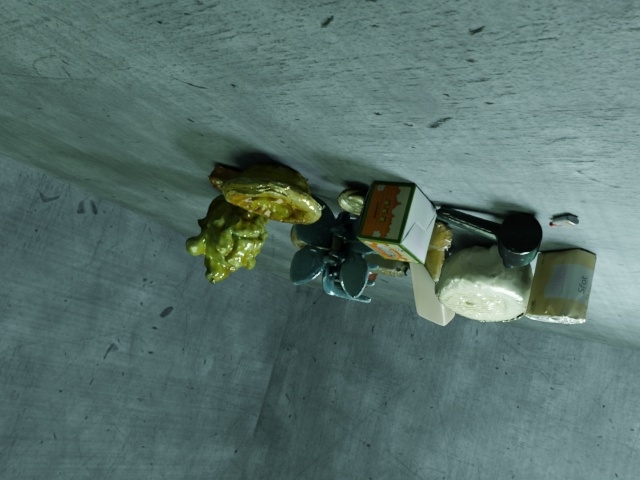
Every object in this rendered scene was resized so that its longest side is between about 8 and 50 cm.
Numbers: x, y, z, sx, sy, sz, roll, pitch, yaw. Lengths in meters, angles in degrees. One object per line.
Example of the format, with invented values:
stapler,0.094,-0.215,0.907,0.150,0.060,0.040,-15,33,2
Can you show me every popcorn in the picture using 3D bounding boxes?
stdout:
popcorn,-0.332,-0.020,2.130,0.279,0.336,0.274,-29,126,33

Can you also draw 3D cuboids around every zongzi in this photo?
zongzi,0.325,0.033,1.799,0.099,0.198,0.194,13,177,-44

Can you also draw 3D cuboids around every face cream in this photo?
face cream,0.626,-0.048,1.434,0.040,0.021,0.083,20,169,-15

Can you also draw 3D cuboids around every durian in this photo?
durian,0.121,-0.119,1.663,0.140,0.071,0.110,34,158,-20

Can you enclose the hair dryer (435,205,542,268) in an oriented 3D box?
hair dryer,0.480,-0.023,1.606,0.302,0.116,0.244,24,172,20

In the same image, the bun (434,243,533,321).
bun,0.568,0.133,1.907,0.359,0.211,0.360,11,154,5

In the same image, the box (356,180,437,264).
box,0.221,-0.049,1.588,0.148,0.178,0.195,10,167,33

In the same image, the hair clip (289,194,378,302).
hair clip,0.087,0.038,1.875,0.392,0.319,0.238,9,169,25

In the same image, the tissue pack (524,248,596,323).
tissue pack,0.731,0.142,1.692,0.090,0.222,0.186,23,168,-20

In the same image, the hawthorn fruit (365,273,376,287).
hawthorn fruit,0.168,0.109,2.472,0.202,0.185,0.185,28,172,14

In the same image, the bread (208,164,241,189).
bread,-0.305,-0.184,1.934,0.139,0.077,0.271,18,172,5

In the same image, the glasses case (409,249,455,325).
glasses case,0.424,0.165,2.104,0.144,0.076,0.337,22,138,40

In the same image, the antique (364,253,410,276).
antique,0.241,0.069,2.258,0.284,0.125,0.150,9,167,32

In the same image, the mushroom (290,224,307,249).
mushroom,0.000,0.000,2.140,0.254,0.184,0.255,5,158,2

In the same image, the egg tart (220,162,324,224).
egg tart,-0.146,-0.151,1.722,0.341,0.132,0.341,15,169,3
